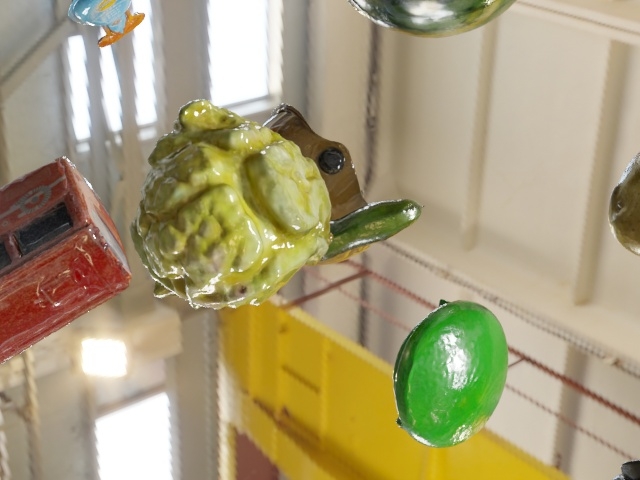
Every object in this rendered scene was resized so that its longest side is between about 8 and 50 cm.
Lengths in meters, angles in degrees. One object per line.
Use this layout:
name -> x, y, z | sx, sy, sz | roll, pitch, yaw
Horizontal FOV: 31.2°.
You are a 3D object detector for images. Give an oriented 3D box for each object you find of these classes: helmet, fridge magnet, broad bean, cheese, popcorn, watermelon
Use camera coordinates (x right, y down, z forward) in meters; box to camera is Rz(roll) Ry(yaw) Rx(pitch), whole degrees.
helmet -> -0.029, -0.057, 1.523 | 0.224, 0.130, 0.198 | 53, -21, -9
fridge magnet -> 0.178, 0.182, 1.573 | 0.088, 0.208, 0.208 | 16, -62, 51
broad bean -> 0.000, 0.001, 1.312 | 0.065, 0.254, 0.046 | 90, -19, -78
cheese -> -0.296, -0.325, 1.610 | 0.037, 0.106, 0.256 | 56, -5, 4
popcorn -> -0.084, -0.020, 1.052 | 0.167, 0.185, 0.187 | 37, -12, 14
watermelon -> 0.122, -0.335, 1.227 | 0.242, 0.242, 0.242 | 27, -55, 45

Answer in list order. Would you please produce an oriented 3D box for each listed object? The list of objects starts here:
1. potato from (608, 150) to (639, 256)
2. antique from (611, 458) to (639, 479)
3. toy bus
potato -> 0.483, -0.026, 1.303 | 0.176, 0.369, 0.196 | -134, -124, -60
antique -> 0.544, 0.377, 1.561 | 0.322, 0.255, 0.185 | 106, -27, -88
toy bus -> -0.218, 0.044, 0.622 | 0.096, 0.235, 0.073 | 53, -7, 50
